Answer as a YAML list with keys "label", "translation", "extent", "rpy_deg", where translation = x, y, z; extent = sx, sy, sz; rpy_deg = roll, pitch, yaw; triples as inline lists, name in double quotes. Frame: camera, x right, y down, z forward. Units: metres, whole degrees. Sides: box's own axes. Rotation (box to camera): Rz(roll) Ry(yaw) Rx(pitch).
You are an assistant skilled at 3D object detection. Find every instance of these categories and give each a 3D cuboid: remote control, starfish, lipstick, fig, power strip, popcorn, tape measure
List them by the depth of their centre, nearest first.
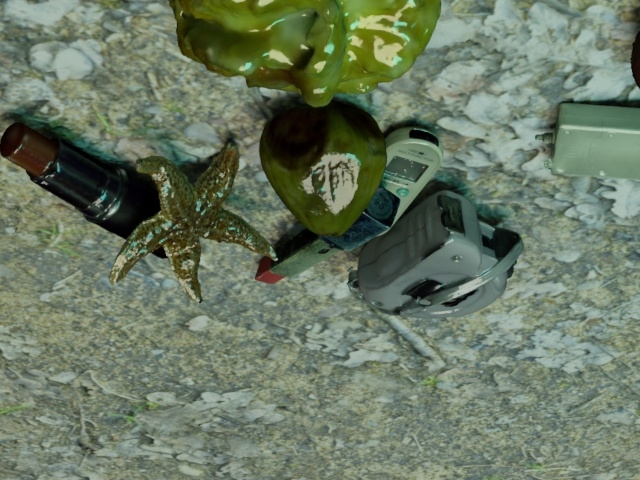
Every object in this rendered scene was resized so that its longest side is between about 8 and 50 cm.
- label: "popcorn"
  translation: [-0.010, -0.256, 1.492]
  extent: [0.282, 0.282, 0.247]
  rpy_deg: [14, 112, -24]
- label: "fig"
  translation: [0.008, -0.089, 1.839]
  extent: [0.144, 0.154, 0.165]
  rpy_deg: [17, 122, 42]
- label: "power strip"
  translation: [0.453, -0.116, 1.891]
  extent: [0.367, 0.043, 0.106]
  rpy_deg: [5, 146, 3]
- label: "lipstick"
  translation: [-0.280, -0.063, 1.903]
  extent: [0.081, 0.081, 0.300]
  rpy_deg: [-27, 142, 30]
- label: "starfish"
  translation: [-0.168, -0.019, 1.915]
  extent: [0.235, 0.062, 0.277]
  rpy_deg: [-51, 139, 3]
- label: "remote control"
  translation: [0.088, -0.075, 1.955]
  extent: [0.078, 0.042, 0.221]
  rpy_deg: [17, 141, -16]
- label: "lipstick"
  translation: [0.000, 0.000, 2.008]
  extent: [0.051, 0.051, 0.312]
  rpy_deg: [29, 151, -19]
- label: "tape measure"
  translation: [0.163, 0.034, 2.061]
  extent: [0.197, 0.120, 0.236]
  rpy_deg: [17, 144, -33]

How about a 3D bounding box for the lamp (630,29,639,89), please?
- label: "lamp"
  translation: [0.434, -0.202, 1.719]
  extent: [0.156, 0.135, 0.157]
  rpy_deg: [10, 146, -18]
